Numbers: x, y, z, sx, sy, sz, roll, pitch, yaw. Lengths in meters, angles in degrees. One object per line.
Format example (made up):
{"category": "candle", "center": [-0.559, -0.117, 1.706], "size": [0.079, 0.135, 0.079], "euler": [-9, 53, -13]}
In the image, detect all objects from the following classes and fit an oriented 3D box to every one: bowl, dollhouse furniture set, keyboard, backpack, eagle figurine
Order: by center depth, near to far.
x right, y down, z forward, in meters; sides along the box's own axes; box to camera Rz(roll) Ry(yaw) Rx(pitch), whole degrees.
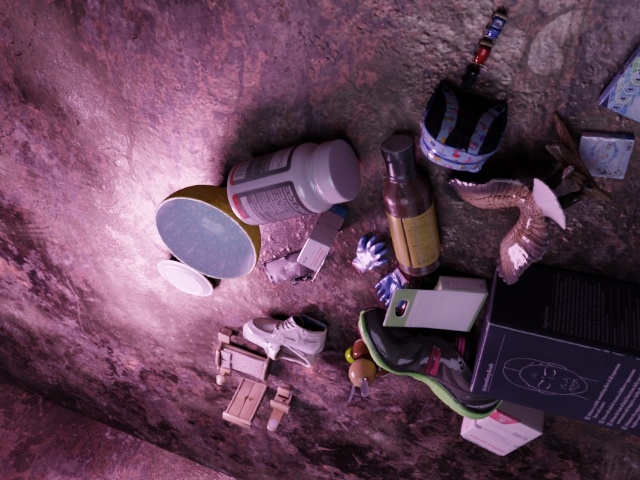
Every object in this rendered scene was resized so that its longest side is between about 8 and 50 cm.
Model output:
{"category": "backpack", "center": [0.260, -0.194, 1.059], "size": [0.158, 0.173, 0.116], "euler": [21, 138, 5]}
{"category": "eagle figurine", "center": [0.399, -0.061, 1.119], "size": [0.225, 0.226, 0.298], "euler": [27, 138, -32]}
{"category": "bowl", "center": [-0.271, -0.049, 1.488], "size": [0.290, 0.156, 0.289], "euler": [14, 137, 14]}
{"category": "keyboard", "center": [-0.077, 0.082, 1.627], "size": [0.192, 0.038, 0.100], "euler": [-18, 99, 40]}
{"category": "dollhouse furniture set", "center": [-0.256, 0.524, 2.052], "size": [0.303, 0.173, 0.355], "euler": [18, 138, 9]}

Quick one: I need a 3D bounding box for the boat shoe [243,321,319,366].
{"category": "boat shoe", "center": [-0.142, 0.349, 1.872], "size": [0.277, 0.096, 0.098], "euler": [14, 138, 14]}

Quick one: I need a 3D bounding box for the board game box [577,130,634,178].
{"category": "board game box", "center": [0.535, -0.161, 1.068], "size": [0.090, 0.020, 0.090], "euler": [9, 136, 19]}

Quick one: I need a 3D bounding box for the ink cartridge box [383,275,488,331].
{"category": "ink cartridge box", "center": [0.289, 0.161, 1.445], "size": [0.235, 0.056, 0.171], "euler": [5, 138, -2]}

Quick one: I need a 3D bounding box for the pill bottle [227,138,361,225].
{"category": "pill bottle", "center": [-0.061, -0.132, 1.294], "size": [0.283, 0.161, 0.161], "euler": [-9, 128, 34]}

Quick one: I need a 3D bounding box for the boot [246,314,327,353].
{"category": "boot", "center": [-0.104, 0.271, 1.793], "size": [0.258, 0.095, 0.123], "euler": [15, 132, 1]}

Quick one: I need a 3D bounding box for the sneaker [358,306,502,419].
{"category": "sneaker", "center": [0.320, 0.306, 1.571], "size": [0.483, 0.185, 0.202], "euler": [31, 121, -10]}

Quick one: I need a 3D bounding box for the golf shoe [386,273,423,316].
{"category": "golf shoe", "center": [0.214, 0.118, 1.479], "size": [0.086, 0.067, 0.186], "euler": [33, 134, 25]}

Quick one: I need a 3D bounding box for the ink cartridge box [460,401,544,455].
{"category": "ink cartridge box", "center": [0.559, 0.565, 1.742], "size": [0.159, 0.092, 0.218], "euler": [27, 137, 0]}

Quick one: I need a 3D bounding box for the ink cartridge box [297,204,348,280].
{"category": "ink cartridge box", "center": [0.000, 0.000, 1.383], "size": [0.060, 0.180, 0.104], "euler": [27, 138, -1]}

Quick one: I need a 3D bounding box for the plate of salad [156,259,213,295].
{"category": "plate of salad", "center": [-0.434, 0.116, 1.822], "size": [0.200, 0.048, 0.199], "euler": [17, 148, 11]}

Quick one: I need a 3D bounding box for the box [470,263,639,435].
{"category": "box", "center": [0.580, 0.247, 1.317], "size": [0.396, 0.212, 0.293], "euler": [12, 137, 15]}

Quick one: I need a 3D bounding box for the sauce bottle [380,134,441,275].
{"category": "sauce bottle", "center": [0.201, -0.073, 1.260], "size": [0.112, 0.111, 0.344], "euler": [4, 134, 23]}

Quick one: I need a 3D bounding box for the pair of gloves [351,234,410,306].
{"category": "pair of gloves", "center": [0.159, 0.081, 1.451], "size": [0.198, 0.023, 0.159], "euler": [51, 148, 13]}

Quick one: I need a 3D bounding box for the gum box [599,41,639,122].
{"category": "gum box", "center": [0.591, -0.257, 0.927], "size": [0.184, 0.041, 0.157], "euler": [25, 139, 3]}

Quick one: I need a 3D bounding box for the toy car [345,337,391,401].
{"category": "toy car", "center": [0.145, 0.406, 1.716], "size": [0.149, 0.188, 0.155], "euler": [37, 138, -11]}

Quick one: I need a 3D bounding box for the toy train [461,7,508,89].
{"category": "toy train", "center": [0.289, -0.336, 1.002], "size": [0.027, 0.036, 0.158], "euler": [23, 138, 4]}
